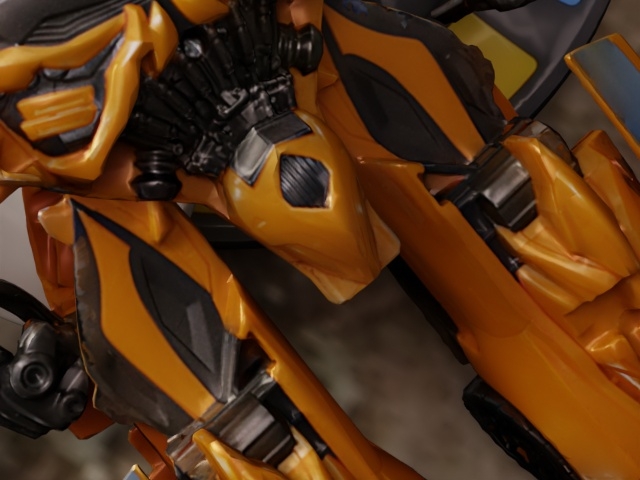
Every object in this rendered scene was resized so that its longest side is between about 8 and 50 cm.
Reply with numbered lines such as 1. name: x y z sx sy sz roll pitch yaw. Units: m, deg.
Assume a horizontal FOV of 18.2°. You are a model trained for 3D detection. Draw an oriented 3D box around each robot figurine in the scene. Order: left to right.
1. robot figurine: 0.000 0.000 0.464 0.211 0.085 0.291 -44 110 -12

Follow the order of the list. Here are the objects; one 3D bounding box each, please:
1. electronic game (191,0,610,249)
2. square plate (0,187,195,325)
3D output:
1. electronic game: -0.025 -0.111 0.553 0.229 0.048 0.229 0 80 0
2. square plate: -0.138 -0.193 0.464 0.344 0.049 0.347 23 86 -20
